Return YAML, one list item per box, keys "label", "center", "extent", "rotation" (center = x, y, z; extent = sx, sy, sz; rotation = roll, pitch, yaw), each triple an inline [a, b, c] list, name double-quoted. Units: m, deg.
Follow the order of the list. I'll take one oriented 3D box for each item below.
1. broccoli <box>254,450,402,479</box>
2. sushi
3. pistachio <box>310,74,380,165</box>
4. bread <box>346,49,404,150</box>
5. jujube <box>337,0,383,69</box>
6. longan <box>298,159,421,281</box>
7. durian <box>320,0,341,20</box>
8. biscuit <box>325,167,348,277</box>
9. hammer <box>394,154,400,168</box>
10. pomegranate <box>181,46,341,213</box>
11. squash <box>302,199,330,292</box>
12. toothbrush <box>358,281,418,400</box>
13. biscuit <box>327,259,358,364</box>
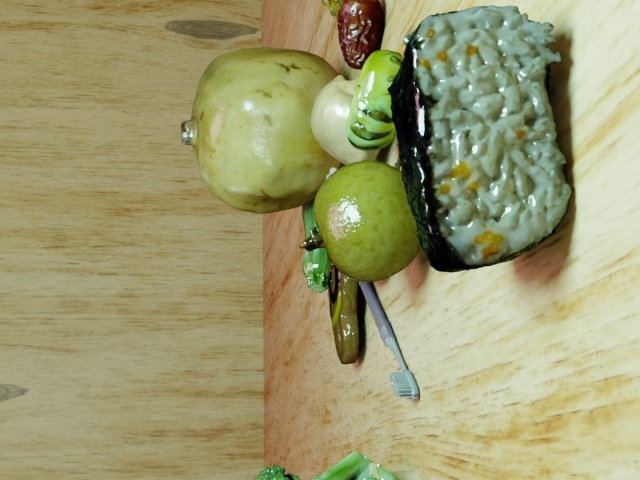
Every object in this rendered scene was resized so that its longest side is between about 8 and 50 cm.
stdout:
- label: "broccoli"
  center: [0.015, 0.404, 1.197]
  extent: [0.241, 0.269, 0.261]
  rotation: [-56, -18, -7]
- label: "sushi"
  center: [0.132, -0.084, 0.767]
  extent: [0.126, 0.136, 0.225]
  rotation: [-112, 19, -87]
- label: "pistachio"
  center: [0.043, -0.177, 1.366]
  extent: [0.200, 0.117, 0.145]
  rotation: [128, 137, -77]
- label: "bread"
  center: [0.082, -0.187, 1.206]
  extent: [0.130, 0.071, 0.139]
  rotation: [64, -134, -82]
- label: "jujube"
  center: [0.065, -0.333, 1.409]
  extent: [0.077, 0.077, 0.129]
  rotation: [-102, 5, -54]
- label: "longan"
  center: [0.053, -0.021, 1.137]
  extent: [0.145, 0.176, 0.154]
  rotation: [56, -165, -21]
- label: "durian"
  center: [0.035, -0.485, 1.568]
  extent: [0.224, 0.078, 0.140]
  rotation: [99, 168, -45]
- label: "biscuit"
  center: [0.059, -0.025, 1.366]
  extent: [0.281, 0.084, 0.179]
  rotation: [-161, 68, -82]
- label: "hammer"
  center: [0.117, -0.140, 1.236]
  extent: [0.123, 0.014, 0.029]
  rotation: [99, 179, -53]
- label: "pomegranate"
  center: [-0.103, -0.218, 1.669]
  extent: [0.332, 0.333, 0.332]
  rotation: [-179, 90, -81]
- label: "squash"
  center: [0.000, 0.000, 1.722]
  extent: [0.068, 0.077, 0.219]
  rotation: [-27, 51, 40]
- label: "toothbrush"
  center: [0.090, 0.132, 1.307]
  extent: [0.354, 0.029, 0.024]
  rotation: [-109, 26, -65]
- label: "biscuit"
  center: [0.035, 0.073, 1.550]
  extent: [0.208, 0.041, 0.290]
  rotation: [97, 170, -62]
